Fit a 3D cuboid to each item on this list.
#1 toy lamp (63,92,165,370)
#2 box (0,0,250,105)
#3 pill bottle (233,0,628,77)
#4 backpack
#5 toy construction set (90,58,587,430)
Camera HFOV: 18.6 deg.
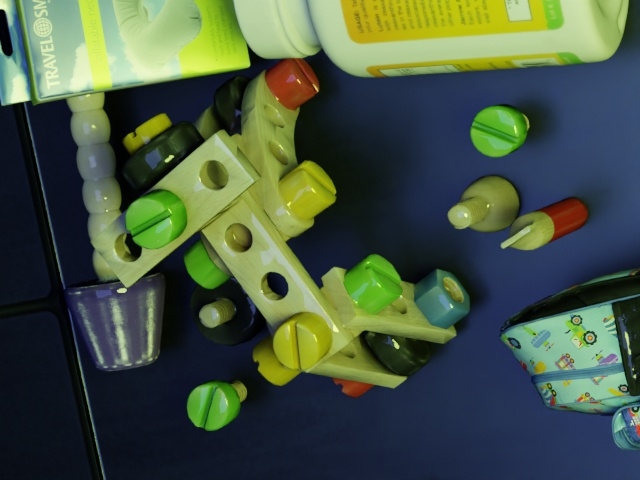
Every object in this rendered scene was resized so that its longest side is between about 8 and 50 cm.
[{"bbox_3d":[-0.166,-0.041,1.453,0.080,0.080,0.274,-8,92,23],"label":"toy lamp"},{"bbox_3d":[-0.148,-0.162,1.394,0.178,0.042,0.109,-11,94,-15],"label":"box"},{"bbox_3d":[0.072,-0.180,1.303,0.246,0.136,0.136,-2,97,22],"label":"pill bottle"},{"bbox_3d":[0.212,0.074,1.272,0.173,0.158,0.117,-16,85,26],"label":"backpack"},{"bbox_3d":[0.000,0.000,1.303,0.309,0.237,0.257,-9,94,22],"label":"toy construction set"}]
